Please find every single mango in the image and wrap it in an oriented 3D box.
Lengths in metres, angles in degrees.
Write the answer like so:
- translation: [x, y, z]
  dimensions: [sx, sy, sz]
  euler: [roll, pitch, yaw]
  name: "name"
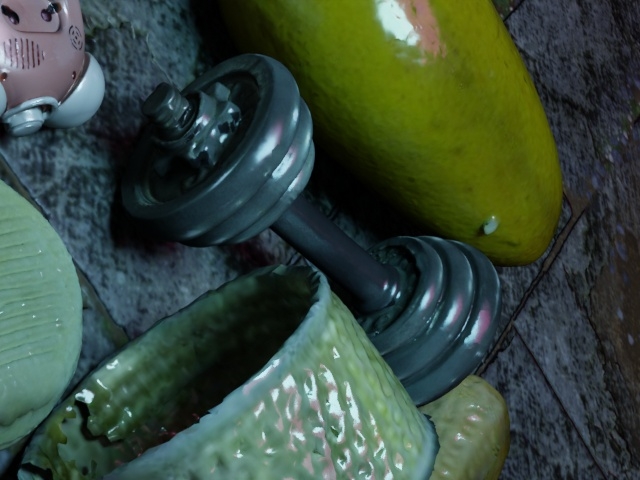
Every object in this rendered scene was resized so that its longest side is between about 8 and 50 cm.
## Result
- translation: [0.084, -0.154, 1.372]
  dimensions: [0.445, 0.220, 0.301]
  euler: [48, 10, -16]
  name: "mango"

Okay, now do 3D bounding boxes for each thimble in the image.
- translation: [-0.066, 0.148, 1.027]
  dimensions: [0.150, 0.271, 0.271]
  euler: [56, 39, -16]
  name: "thimble"

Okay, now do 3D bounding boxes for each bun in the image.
- translation: [-0.259, 0.052, 0.963]
  dimensions: [0.221, 0.108, 0.221]
  euler: [27, 48, -34]
  name: "bun"

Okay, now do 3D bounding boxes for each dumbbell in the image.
- translation: [0.000, 0.000, 1.251]
  dimensions: [0.406, 0.179, 0.179]
  euler: [40, 45, -33]
  name: "dumbbell"

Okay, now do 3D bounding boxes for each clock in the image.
- translation: [-0.237, -0.159, 1.104]
  dimensions: [0.166, 0.093, 0.162]
  euler: [-11, 85, -54]
  name: "clock"

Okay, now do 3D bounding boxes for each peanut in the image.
- translation: [0.102, 0.222, 1.337]
  dimensions: [0.110, 0.120, 0.236]
  euler: [30, 53, -4]
  name: "peanut"
